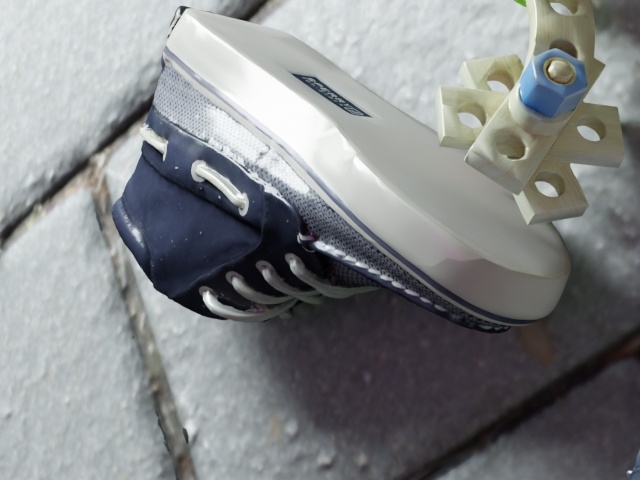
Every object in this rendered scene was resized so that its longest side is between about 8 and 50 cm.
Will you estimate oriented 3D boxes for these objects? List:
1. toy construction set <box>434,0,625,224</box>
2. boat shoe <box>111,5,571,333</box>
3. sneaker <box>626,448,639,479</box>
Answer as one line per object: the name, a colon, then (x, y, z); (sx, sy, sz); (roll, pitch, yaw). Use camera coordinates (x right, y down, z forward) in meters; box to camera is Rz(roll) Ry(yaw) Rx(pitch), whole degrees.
toy construction set: (0.159, -0.168, 0.900); (0.215, 0.151, 0.328); (52, 135, 18)
boat shoe: (0.000, 0.000, 1.044); (0.340, 0.127, 0.158); (43, 116, 47)
sneaker: (0.210, 0.116, 0.763); (0.153, 0.099, 0.282); (-51, 10, 26)
